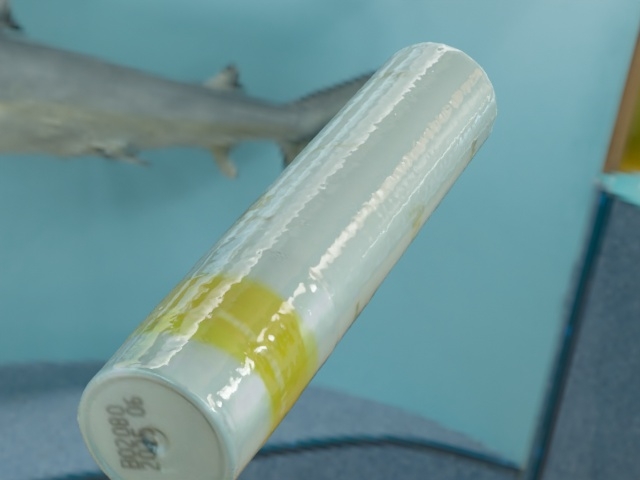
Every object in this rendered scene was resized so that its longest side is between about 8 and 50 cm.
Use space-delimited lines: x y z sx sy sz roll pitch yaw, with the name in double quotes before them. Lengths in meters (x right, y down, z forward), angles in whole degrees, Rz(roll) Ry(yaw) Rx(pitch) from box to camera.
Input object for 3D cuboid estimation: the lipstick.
"lipstick" 0.000 0.000 0.603 0.059 0.059 0.264 16 35 17
